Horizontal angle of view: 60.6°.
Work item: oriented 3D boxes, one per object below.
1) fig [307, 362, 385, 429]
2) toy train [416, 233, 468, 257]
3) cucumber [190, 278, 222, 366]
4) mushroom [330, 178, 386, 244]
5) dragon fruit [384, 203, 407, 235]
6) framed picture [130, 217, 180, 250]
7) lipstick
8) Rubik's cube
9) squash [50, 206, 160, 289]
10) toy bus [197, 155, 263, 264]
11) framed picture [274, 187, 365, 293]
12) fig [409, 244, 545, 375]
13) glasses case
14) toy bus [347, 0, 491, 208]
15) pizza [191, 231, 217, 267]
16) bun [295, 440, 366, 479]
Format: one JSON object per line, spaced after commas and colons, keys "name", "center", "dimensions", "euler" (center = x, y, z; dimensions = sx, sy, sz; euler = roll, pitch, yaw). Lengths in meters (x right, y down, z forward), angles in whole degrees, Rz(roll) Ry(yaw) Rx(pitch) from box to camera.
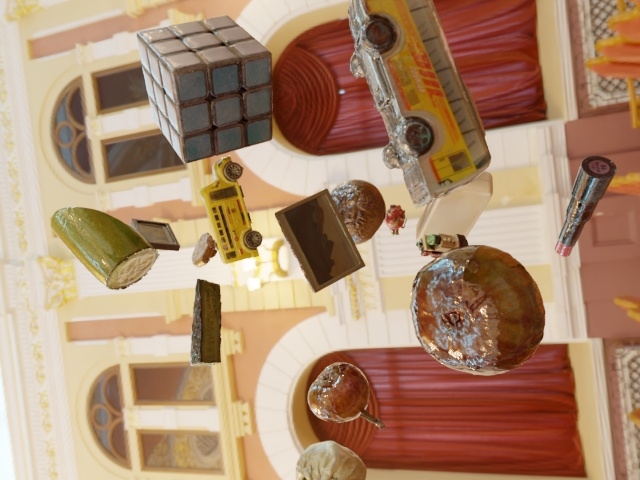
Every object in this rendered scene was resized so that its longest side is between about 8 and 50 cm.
{"name": "fig", "center": [0.063, 0.395, 1.415], "dimensions": [0.202, 0.148, 0.149], "euler": [28, -114, -47]}
{"name": "toy train", "center": [0.325, 0.012, 1.470], "dimensions": [0.138, 0.087, 0.050], "euler": [7, -116, -30]}
{"name": "cucumber", "center": [-0.293, 0.205, 1.371], "dimensions": [0.078, 0.062, 0.211], "euler": [16, -117, -50]}
{"name": "mushroom", "center": [0.124, -0.109, 2.029], "dimensions": [0.153, 0.253, 0.253], "euler": [25, -119, -56]}
{"name": "dragon fruit", "center": [0.282, -0.077, 2.079], "dimensions": [0.081, 0.086, 0.116], "euler": [-47, -30, -54]}
{"name": "framed picture", "center": [-0.540, -0.019, 1.785], "dimensions": [0.128, 0.168, 0.023], "euler": [7, -66, -32]}
{"name": "lipstick", "center": [0.457, -0.050, 0.972], "dimensions": [0.234, 0.054, 0.053], "euler": [81, -166, -53]}
{"name": "Rubik's cube", "center": [-0.339, -0.456, 1.637], "dimensions": [0.303, 0.305, 0.301], "euler": [48, 150, 36]}
{"name": "squash", "center": [-0.620, -0.001, 1.584], "dimensions": [0.260, 0.189, 0.189], "euler": [44, -167, 15]}
{"name": "toy bus", "center": [-0.294, -0.096, 1.742], "dimensions": [0.144, 0.152, 0.330], "euler": [-174, 68, -75]}
{"name": "framed picture", "center": [0.000, 0.000, 1.619], "dimensions": [0.192, 0.018, 0.265], "euler": [-28, -88, -24]}
{"name": "fig", "center": [0.303, 0.095, 0.942], "dimensions": [0.321, 0.217, 0.216], "euler": [-17, -78, -45]}
{"name": "glasses case", "center": [0.382, -0.084, 1.604], "dimensions": [0.336, 0.144, 0.076], "euler": [101, 178, -60]}
{"name": "toy bus", "center": [0.108, -0.177, 0.635], "dimensions": [0.092, 0.106, 0.268], "euler": [124, 127, -82]}
{"name": "pizza", "center": [-0.441, 0.042, 2.090], "dimensions": [0.058, 0.127, 0.246], "euler": [36, 180, -23]}
{"name": "bun", "center": [0.022, 0.722, 1.647], "dimensions": [0.133, 0.231, 0.231], "euler": [-54, -45, -73]}
